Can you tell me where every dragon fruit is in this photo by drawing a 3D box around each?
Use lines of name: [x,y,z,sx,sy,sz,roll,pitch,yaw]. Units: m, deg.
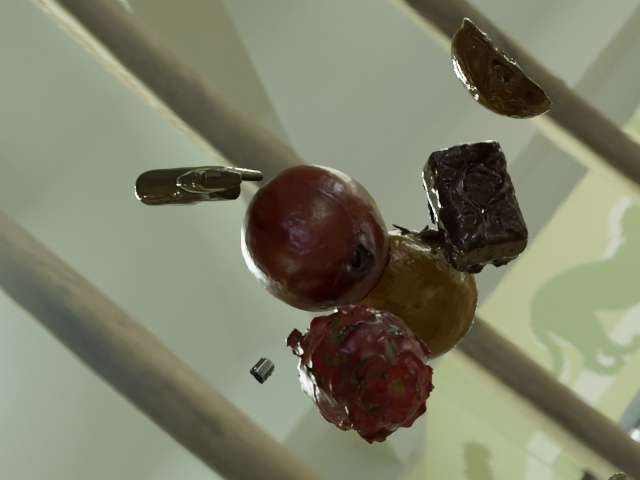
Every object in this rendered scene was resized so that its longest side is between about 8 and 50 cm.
dragon fruit: [0.059,0.198,1.940,0.210,0.268,0.205,-26,-60,-38]

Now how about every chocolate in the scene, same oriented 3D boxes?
chocolate: [0.267,-0.060,2.101,0.148,0.214,0.093,-13,-20,-12]

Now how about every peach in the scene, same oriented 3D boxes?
peach: [0.000,0.000,2.103,0.281,0.281,0.238,-16,-54,-50]

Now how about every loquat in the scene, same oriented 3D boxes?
loquat: [0.165,0.095,2.302,0.275,0.275,0.275,-38,-34,-32]

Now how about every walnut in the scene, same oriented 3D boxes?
walnut: [0.284,-0.269,2.048,0.087,0.211,0.167,-45,-10,7]

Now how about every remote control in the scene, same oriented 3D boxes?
remote control: [-0.115,0.259,2.471,0.014,0.039,0.096,-44,-1,19]

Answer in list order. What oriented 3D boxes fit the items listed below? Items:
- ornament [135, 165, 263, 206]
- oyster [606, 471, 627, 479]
ornament: [-0.195,-0.090,1.980,0.245,0.230,0.061,-3,-90,-61]
oyster: [0.474,0.479,1.840,0.107,0.355,0.201,-27,-54,22]
